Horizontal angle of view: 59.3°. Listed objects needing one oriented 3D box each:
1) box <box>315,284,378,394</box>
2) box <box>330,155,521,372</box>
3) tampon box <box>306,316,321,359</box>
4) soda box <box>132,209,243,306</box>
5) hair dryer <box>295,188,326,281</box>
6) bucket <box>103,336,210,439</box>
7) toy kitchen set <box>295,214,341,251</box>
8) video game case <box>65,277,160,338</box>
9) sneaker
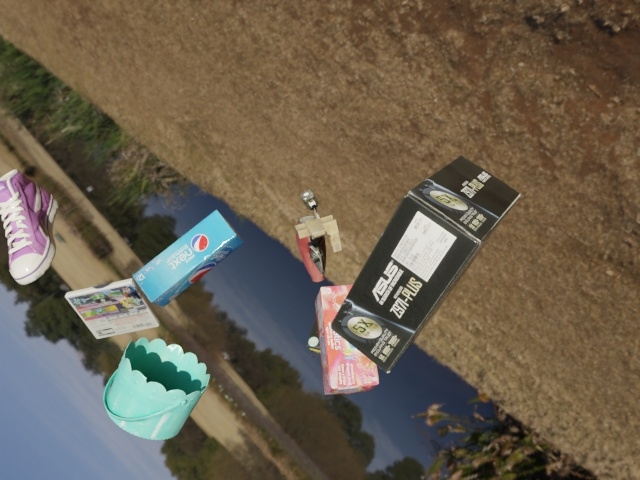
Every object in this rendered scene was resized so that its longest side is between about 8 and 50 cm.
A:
[{"bbox_3d":[0.063,0.252,1.426,0.128,0.122,0.257,106,159,-67],"label":"box"},{"bbox_3d":[0.106,0.021,0.572,0.077,0.147,0.180,37,126,15],"label":"box"},{"bbox_3d":[0.039,0.319,1.917,0.120,0.161,0.101,8,147,18],"label":"tampon box"},{"bbox_3d":[-0.261,0.037,1.122,0.071,0.210,0.067,50,176,16],"label":"soda box"},{"bbox_3d":[-0.027,0.026,1.498,0.293,0.080,0.224,76,-172,-61],"label":"hair dryer"},{"bbox_3d":[-0.483,0.434,1.652,0.281,0.183,0.281,26,-172,-4],"label":"bucket"},{"bbox_3d":[0.000,0.000,1.178,0.068,0.083,0.075,-122,17,-62],"label":"toy kitchen set"},{"bbox_3d":[-0.587,0.196,1.598,0.023,0.201,0.183,-92,-13,-51],"label":"video game case"},{"bbox_3d":[-0.673,-0.041,1.237,0.161,0.102,0.282,61,-175,-49],"label":"sneaker"}]
